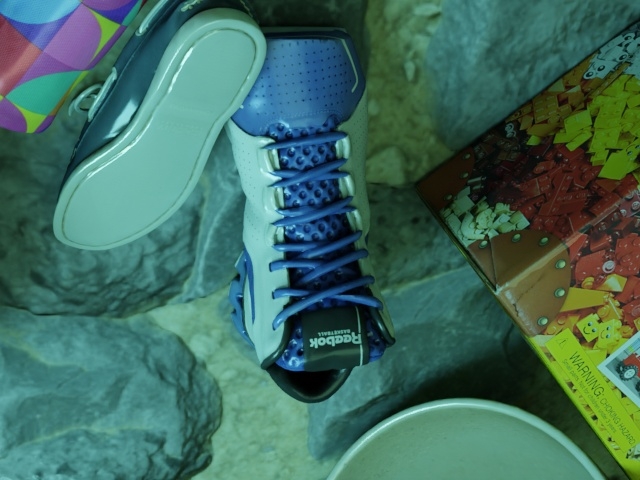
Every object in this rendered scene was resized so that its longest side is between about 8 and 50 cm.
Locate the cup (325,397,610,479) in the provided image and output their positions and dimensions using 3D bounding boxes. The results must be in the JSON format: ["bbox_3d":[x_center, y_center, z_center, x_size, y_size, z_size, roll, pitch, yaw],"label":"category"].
[{"bbox_3d":[0.177,0.338,0.983,0.331,0.331,0.237,-45,145,11],"label":"cup"}]

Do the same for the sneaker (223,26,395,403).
[{"bbox_3d":[0.000,0.001,0.784,0.127,0.182,0.315,-7,121,-15],"label":"sneaker"}]

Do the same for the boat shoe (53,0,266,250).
[{"bbox_3d":[-0.130,-0.092,0.746,0.095,0.079,0.254,7,137,-33],"label":"boat shoe"}]

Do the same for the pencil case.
[{"bbox_3d":[-0.162,-0.180,0.684,0.104,0.104,0.236,37,105,-31],"label":"pencil case"}]

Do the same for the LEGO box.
[{"bbox_3d":[0.383,0.044,0.919,0.372,0.193,0.500,-37,123,6],"label":"LEGO box"}]
